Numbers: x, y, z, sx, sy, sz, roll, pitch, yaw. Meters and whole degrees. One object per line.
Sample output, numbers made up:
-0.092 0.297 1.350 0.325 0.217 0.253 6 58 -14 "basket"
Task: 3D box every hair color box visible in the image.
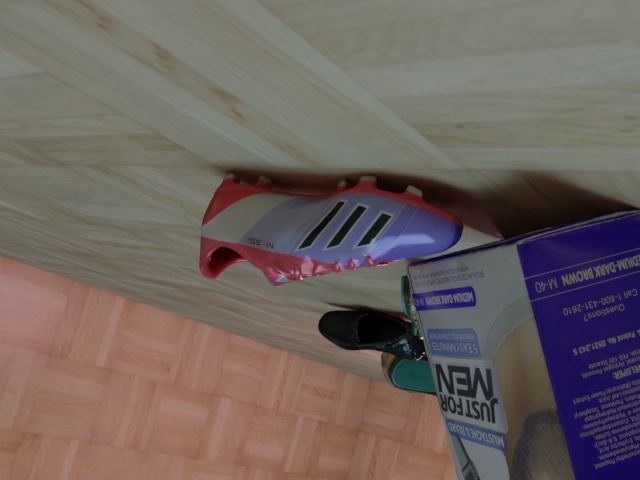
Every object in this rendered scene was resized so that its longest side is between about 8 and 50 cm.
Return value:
0.179 0.163 0.575 0.110 0.339 0.185 -14 177 -18 "hair color box"

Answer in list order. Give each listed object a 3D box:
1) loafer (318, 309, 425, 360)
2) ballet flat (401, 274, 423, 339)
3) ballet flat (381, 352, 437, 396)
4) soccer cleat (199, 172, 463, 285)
0.080 0.150 1.341 0.223 0.076 0.078 7 152 42 "loafer"
0.136 0.078 0.927 0.067 0.073 0.206 -2 169 10 "ballet flat"
0.287 0.294 1.692 0.348 0.123 0.123 18 168 -17 "ballet flat"
0.000 0.000 0.645 0.248 0.095 0.083 7 166 35 "soccer cleat"
